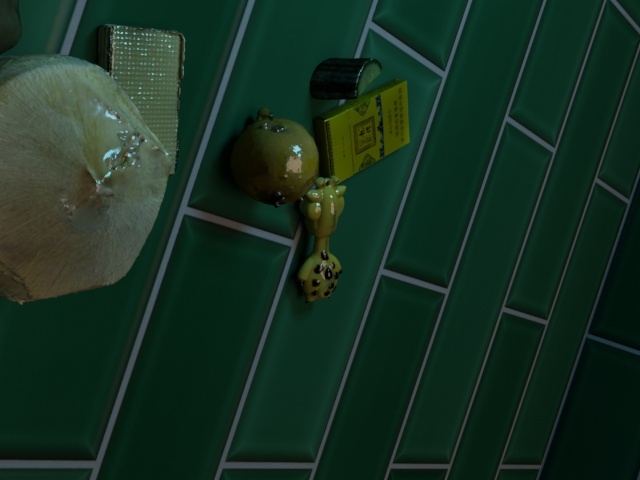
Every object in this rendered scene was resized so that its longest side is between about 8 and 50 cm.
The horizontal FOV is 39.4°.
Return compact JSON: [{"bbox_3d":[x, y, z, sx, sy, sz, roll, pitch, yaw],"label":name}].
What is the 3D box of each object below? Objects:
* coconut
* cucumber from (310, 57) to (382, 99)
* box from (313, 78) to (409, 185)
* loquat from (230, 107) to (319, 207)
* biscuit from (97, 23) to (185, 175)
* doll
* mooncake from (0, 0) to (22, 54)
[{"bbox_3d":[-0.384,-0.081,1.221,0.346,0.360,0.346,-19,117,-42],"label":"coconut"},{"bbox_3d":[0.052,-0.340,1.825,0.116,0.115,0.062,-51,137,-35],"label":"cucumber"},{"bbox_3d":[0.097,-0.241,1.966,0.279,0.041,0.153,-32,128,-38],"label":"box"},{"bbox_3d":[-0.089,-0.157,1.687,0.149,0.172,0.204,0,74,-48],"label":"loquat"},{"bbox_3d":[-0.304,-0.230,1.497,0.150,0.052,0.252,-9,109,-43],"label":"biscuit"},{"bbox_3d":[-0.001,0.000,1.909,0.117,0.086,0.291,-16,119,-37],"label":"doll"},{"bbox_3d":[-0.478,-0.408,1.125,0.351,0.187,0.351,-26,127,-41],"label":"mooncake"}]
